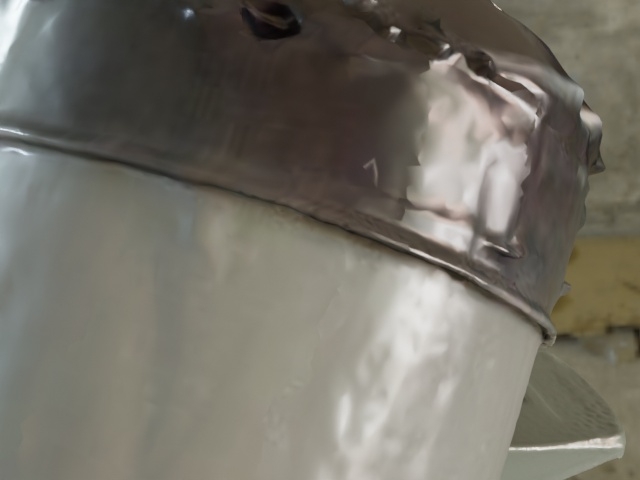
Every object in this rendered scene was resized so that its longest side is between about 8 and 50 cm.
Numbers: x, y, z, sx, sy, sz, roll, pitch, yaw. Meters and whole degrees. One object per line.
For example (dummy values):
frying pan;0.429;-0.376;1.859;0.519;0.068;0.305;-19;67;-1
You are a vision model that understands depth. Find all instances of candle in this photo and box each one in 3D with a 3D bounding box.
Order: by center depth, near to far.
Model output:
candle;-0.056;0.077;0.424;0.221;0.221;0.343;14;80;36

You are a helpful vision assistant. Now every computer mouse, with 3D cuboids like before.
computer mouse;0.137;0.151;1.097;0.230;0.079;0.128;0;37;-30
